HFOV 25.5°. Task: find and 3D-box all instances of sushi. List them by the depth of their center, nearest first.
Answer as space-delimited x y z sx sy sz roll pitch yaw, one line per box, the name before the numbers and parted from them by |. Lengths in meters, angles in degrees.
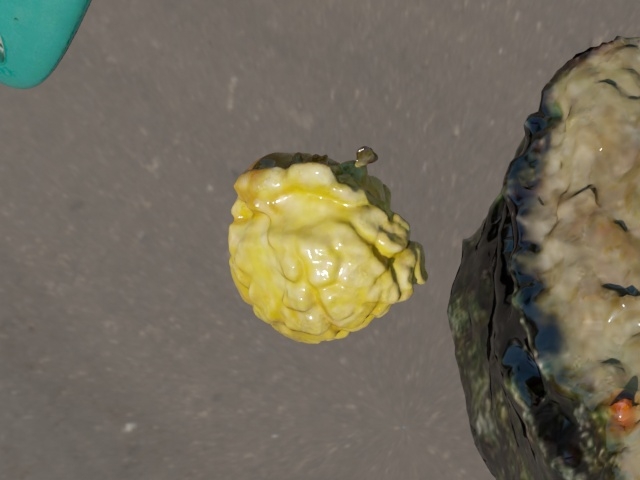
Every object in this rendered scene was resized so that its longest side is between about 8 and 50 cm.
sushi | 0.181 0.082 0.633 0.211 0.171 0.350 3 61 -12

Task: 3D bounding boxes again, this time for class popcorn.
popcorn | 0.000 0.000 1.157 0.180 0.180 0.170 24 93 6

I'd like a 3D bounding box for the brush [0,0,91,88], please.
brush | -0.047 -0.098 0.304 0.043 0.193 0.032 40 54 3
